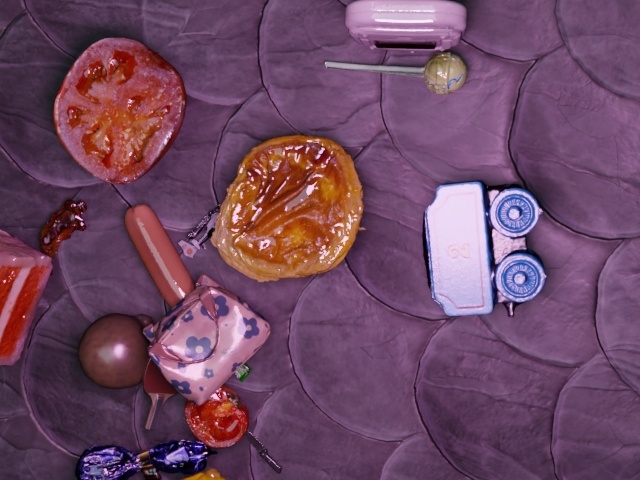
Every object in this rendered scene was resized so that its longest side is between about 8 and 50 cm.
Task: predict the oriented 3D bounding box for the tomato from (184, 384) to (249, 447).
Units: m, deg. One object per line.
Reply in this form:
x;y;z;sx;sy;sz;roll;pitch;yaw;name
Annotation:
-0.243;0.407;1.917;0.139;0.091;0.159;-44;94;9;tomato

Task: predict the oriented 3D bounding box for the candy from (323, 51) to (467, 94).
0.167;-0.391;1.839;0.335;0.093;0.092;9;80;15;candy

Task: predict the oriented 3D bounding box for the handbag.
-0.267;0.216;1.833;0.251;0.190;0.193;-45;113;-5;handbag

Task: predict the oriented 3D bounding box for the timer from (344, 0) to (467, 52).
0.188;-0.466;1.745;0.261;0.237;0.087;4;94;8;timer

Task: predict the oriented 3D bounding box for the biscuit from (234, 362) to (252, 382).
-0.206;0.298;1.946;0.046;0.016;0.089;-45;85;9;biscuit

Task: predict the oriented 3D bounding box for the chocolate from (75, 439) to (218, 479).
-0.405;0.531;1.934;0.343;0.126;0.148;-13;128;10;chocolate

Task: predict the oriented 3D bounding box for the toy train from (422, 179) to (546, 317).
0.358;0.018;1.773;0.265;0.188;0.300;-5;95;13;toy train

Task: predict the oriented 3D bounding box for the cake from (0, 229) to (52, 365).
-0.821;0.128;1.911;0.230;0.237;0.309;22;96;17;cake

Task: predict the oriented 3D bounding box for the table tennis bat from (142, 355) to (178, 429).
-0.377;0.344;1.922;0.019;0.130;0.221;15;89;42;table tennis bat

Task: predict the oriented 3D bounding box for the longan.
-0.475;0.257;1.921;0.185;0.159;0.204;47;58;-15;longan

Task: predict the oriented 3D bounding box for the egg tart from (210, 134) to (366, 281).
-0.053;-0.065;1.829;0.339;0.153;0.352;14;88;17;egg tart

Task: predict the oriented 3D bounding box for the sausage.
-0.382;0.043;1.928;0.086;0.086;0.289;-28;87;9;sausage

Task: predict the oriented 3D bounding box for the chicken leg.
-0.646;-0.013;1.983;0.089;0.048;0.219;39;97;8;chicken leg

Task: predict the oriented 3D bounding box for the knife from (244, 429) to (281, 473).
-0.153;0.498;1.950;0.023;0.010;0.170;-45;84;8;knife

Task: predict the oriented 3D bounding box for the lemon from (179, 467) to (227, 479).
-0.282;0.686;1.847;0.268;0.268;0.322;24;101;7;lemon

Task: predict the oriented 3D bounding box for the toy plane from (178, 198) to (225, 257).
-0.252;-0.029;1.926;0.197;0.053;0.078;-43;78;7;toy plane

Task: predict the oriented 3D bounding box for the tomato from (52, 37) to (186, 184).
-0.454;-0.304;1.896;0.338;0.143;0.339;0;91;13;tomato
